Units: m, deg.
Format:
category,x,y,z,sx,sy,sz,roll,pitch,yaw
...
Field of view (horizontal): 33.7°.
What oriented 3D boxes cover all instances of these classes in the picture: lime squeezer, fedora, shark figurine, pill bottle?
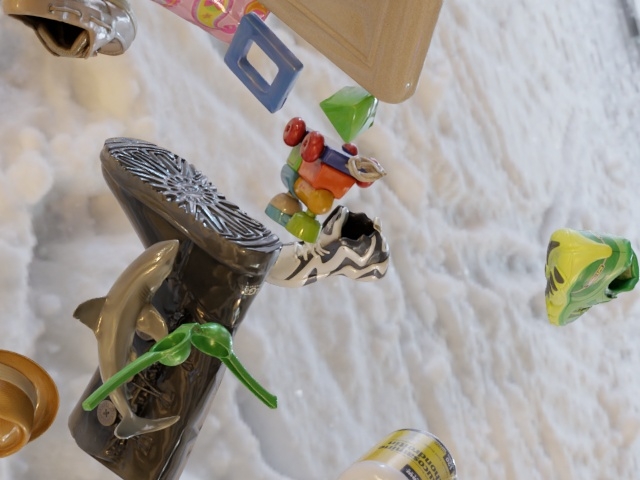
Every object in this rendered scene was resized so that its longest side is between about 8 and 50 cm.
category,x,y,z,sx,sy,sz,roll,pitch,yaw
lime squeezer,-0.170,0.156,1.330,0.310,0.059,0.110,9,95,-48
fedora,-0.446,0.234,1.420,0.194,0.194,0.079,55,7,-36
shark figurine,-0.277,0.134,1.398,0.116,0.166,0.278,29,56,-49
pill bottle,0.073,0.275,1.134,0.184,0.103,0.103,-19,95,-63

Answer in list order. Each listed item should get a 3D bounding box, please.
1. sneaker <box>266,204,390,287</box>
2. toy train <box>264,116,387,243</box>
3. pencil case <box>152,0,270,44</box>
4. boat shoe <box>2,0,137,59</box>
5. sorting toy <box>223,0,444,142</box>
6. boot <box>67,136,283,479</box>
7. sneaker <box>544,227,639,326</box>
category,x,y,z,sx,sy,sz,roll,pitch,yaw
sneaker,0.000,0.000,1.770,0.153,0.235,0.094,88,7,-47
toy train,0.003,-0.058,1.357,0.105,0.143,0.248,24,10,-23
pencil case,-0.170,-0.287,0.974,0.284,0.124,0.124,21,57,-34
boat shoe,-0.353,-0.305,1.463,0.341,0.121,0.110,30,63,-75
sorting toy,0.012,-0.215,0.729,0.047,0.196,0.348,-37,156,-34
boot,-0.277,0.112,1.623,0.146,0.367,0.445,-3,125,-48
sneaker,0.370,0.056,1.445,0.295,0.123,0.109,50,41,-75
